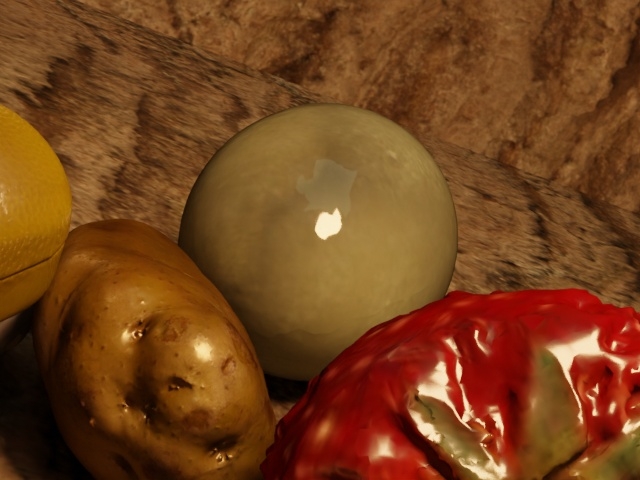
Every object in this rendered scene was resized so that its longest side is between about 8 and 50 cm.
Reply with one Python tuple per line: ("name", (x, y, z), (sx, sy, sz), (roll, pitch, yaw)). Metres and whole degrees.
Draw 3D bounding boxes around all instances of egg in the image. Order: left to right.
("egg", (0.000, 0.000, 1.607), (0.258, 0.258, 0.352), (27, 22, 9))

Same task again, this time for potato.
("potato", (-0.136, 0.085, 1.317), (0.196, 0.176, 0.369), (15, 13, -18))

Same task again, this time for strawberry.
("strawberry", (0.084, 0.160, 1.162), (0.295, 0.317, 0.345), (30, 0, -25))

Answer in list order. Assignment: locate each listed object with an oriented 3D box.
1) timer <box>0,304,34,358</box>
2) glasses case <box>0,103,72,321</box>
("timer", (-0.349, 0.036, 1.306), (0.237, 0.087, 0.262), (25, 17, 4))
("glasses case", (-0.341, -0.001, 1.116), (0.371, 0.141, 0.173), (-23, 57, -39))
